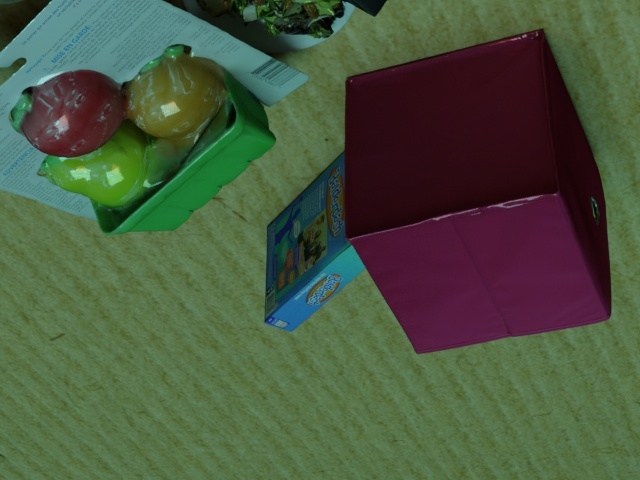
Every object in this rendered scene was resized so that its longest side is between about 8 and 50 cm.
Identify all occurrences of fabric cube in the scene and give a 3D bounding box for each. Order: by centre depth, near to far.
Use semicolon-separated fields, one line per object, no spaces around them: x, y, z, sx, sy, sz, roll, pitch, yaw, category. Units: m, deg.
0.190;-0.053;1.862;0.259;0.254;0.258;-12;140;18;fabric cube

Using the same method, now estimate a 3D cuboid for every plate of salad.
-0.057;-0.271;1.738;0.199;0.048;0.200;0;143;0;plate of salad

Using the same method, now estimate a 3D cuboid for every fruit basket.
-0.238;-0.152;1.751;0.327;0.165;0.353;-39;139;25;fruit basket

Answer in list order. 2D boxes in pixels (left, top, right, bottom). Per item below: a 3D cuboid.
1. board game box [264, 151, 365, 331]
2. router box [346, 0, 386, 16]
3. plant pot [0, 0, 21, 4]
0.000;0.000;2.016;0.047;0.160;0.210;20;140;-25;board game box
0.005;-0.393;1.432;0.309;0.081;0.243;34;93;-37;router box
-0.408;-0.377;1.418;0.280;0.323;0.323;4;147;23;plant pot
